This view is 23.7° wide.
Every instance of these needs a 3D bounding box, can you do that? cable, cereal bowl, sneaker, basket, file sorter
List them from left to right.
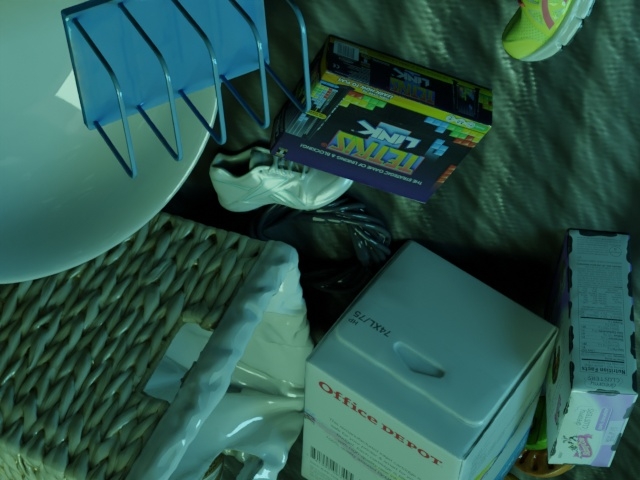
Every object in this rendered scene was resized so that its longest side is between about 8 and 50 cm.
[{"bbox_3d":[-0.264,-0.133,1.310,0.339,0.141,0.339,-20,137,-20],"label":"cereal bowl"},{"bbox_3d":[-0.190,0.174,1.610,0.266,0.328,0.331,20,150,18],"label":"basket"},{"bbox_3d":[-0.103,-0.140,1.232,0.170,0.104,0.118,-23,138,-18],"label":"file sorter"},{"bbox_3d":[-0.040,-0.065,1.518,0.152,0.054,0.061,-6,141,17],"label":"sneaker"},{"bbox_3d":[0.000,0.000,1.622,0.184,0.047,0.150,26,133,-32],"label":"cable"},{"bbox_3d":[0.188,-0.232,1.234,0.094,0.081,0.208,21,137,-10],"label":"sneaker"}]

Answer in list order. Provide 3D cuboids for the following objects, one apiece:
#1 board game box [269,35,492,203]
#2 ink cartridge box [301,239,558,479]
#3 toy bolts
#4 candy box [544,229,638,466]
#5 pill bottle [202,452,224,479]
[{"bbox_3d":[0.056,-0.111,1.443,0.170,0.048,0.141,16,143,-16],"label":"board game box"},{"bbox_3d":[0.113,0.181,1.672,0.198,0.197,0.270,32,150,18],"label":"ink cartridge box"},{"bbox_3d":[0.205,0.288,1.895,0.228,0.218,0.158,5,157,33],"label":"toy bolts"},{"bbox_3d":[0.283,0.116,1.614,0.070,0.196,0.165,4,146,1],"label":"candy box"},{"bbox_3d":[-0.183,0.239,1.908,0.131,0.131,0.229,6,146,-2],"label":"pill bottle"}]
